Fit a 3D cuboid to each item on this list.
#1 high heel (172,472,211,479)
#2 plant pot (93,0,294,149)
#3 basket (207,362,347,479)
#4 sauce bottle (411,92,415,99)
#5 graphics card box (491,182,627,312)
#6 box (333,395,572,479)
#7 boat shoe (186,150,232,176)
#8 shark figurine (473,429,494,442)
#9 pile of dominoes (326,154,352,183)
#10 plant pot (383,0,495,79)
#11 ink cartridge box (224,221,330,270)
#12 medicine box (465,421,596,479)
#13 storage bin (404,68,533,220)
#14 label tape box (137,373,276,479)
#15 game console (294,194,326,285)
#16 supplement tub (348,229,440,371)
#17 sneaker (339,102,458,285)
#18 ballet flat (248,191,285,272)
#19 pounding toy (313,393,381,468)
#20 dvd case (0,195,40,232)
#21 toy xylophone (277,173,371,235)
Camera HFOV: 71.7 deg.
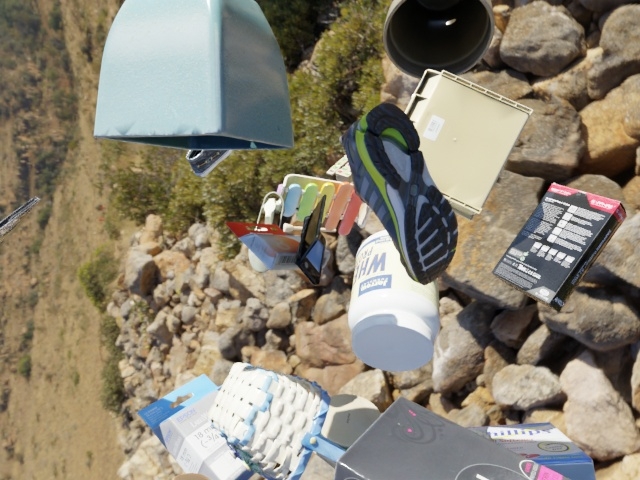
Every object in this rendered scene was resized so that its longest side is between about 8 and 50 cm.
[{"bbox_3d":[-0.122,0.457,0.564,0.377,0.127,0.181,-7,76,59],"label":"high heel"},{"bbox_3d":[-0.202,-0.290,0.751,0.247,0.248,0.252,4,97,22],"label":"plant pot"},{"bbox_3d":[-0.068,0.378,0.903,0.254,0.289,0.201,-16,47,60],"label":"basket"},{"bbox_3d":[0.299,-0.411,1.376,0.042,0.128,0.042,-5,74,16],"label":"sauce bottle"},{"bbox_3d":[0.758,0.016,1.425,0.371,0.094,0.233,-56,37,2],"label":"graphics card box"},{"bbox_3d":[0.159,0.317,0.479,0.270,0.165,0.143,17,108,31],"label":"box"},{"bbox_3d":[-0.335,-0.285,1.373,0.065,0.083,0.183,26,67,24],"label":"boat shoe"},{"bbox_3d":[0.190,0.423,0.749,0.278,0.166,0.116,-18,85,-1],"label":"shark figurine"},{"bbox_3d":[0.160,-0.296,1.667,0.196,0.251,0.040,23,143,30],"label":"pile of dominoes"},{"bbox_3d":[0.368,-0.722,1.377,0.323,0.323,0.281,-13,55,38],"label":"plant pot"},{"bbox_3d":[-0.086,-0.006,0.895,0.179,0.145,0.045,43,118,36],"label":"ink cartridge box"},{"bbox_3d":[0.536,0.608,1.177,0.263,0.289,0.149,-7,85,8],"label":"medicine box"},{"bbox_3d":[0.309,-0.225,1.048,0.260,0.123,0.262,27,93,7],"label":"storage bin"},{"bbox_3d":[-0.286,0.488,1.189,0.333,0.240,0.106,37,120,23],"label":"label tape box"},{"bbox_3d":[0.000,0.000,0.800,0.071,0.107,0.122,-18,39,26],"label":"game console"},{"bbox_3d":[0.198,0.154,1.184,0.235,0.325,0.235,6,133,7],"label":"supplement tub"},{"bbox_3d":[0.124,-0.066,0.710,0.121,0.111,0.300,14,130,65],"label":"sneaker"},{"bbox_3d":[-0.133,-0.027,1.081,0.072,0.068,0.213,8,60,2],"label":"ballet flat"},{"bbox_3d":[0.058,0.529,1.179,0.183,0.236,0.110,21,120,33],"label":"pounding toy"},{"bbox_3d":[-0.712,0.005,0.948,0.164,0.221,0.018,-33,113,25],"label":"dvd case"},{"bbox_3d":[0.002,-0.099,1.397,0.081,0.322,0.236,-106,22,-48],"label":"toy xylophone"}]
